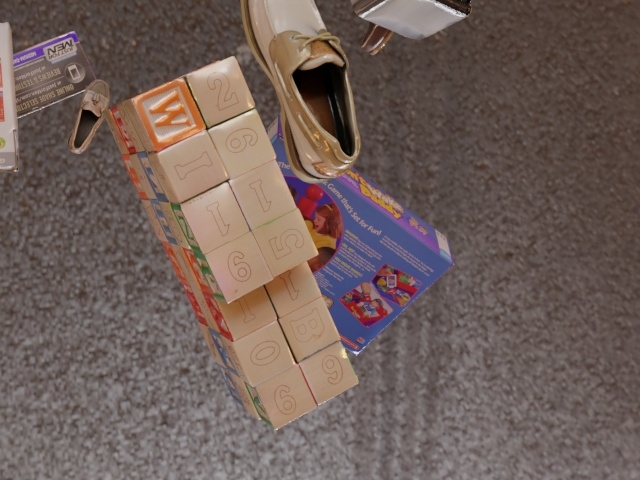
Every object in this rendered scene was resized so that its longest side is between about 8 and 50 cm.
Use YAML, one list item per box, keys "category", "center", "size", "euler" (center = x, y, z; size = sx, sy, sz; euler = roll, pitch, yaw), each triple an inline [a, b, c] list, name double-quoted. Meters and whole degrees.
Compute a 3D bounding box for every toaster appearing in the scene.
- category: "toaster"
  center: [0.122, -0.405, 1.469]
  size: [0.185, 0.168, 0.110]
  euler: [10, 153, -43]

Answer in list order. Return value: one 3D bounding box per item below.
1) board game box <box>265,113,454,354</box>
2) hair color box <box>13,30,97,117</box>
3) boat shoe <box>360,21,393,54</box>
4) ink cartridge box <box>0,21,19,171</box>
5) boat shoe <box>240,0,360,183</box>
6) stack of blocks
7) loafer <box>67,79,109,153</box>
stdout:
- category: "board game box"
  center: [0.000, 0.000, 1.540]
  size: [0.347, 0.078, 0.233]
  euler: [35, 115, -20]
- category: "hair color box"
  center: [-0.529, -0.298, 1.832]
  size: [0.185, 0.339, 0.110]
  euler: [-26, 106, -14]
- category: "boat shoe"
  center: [0.127, -0.445, 1.889]
  size: [0.073, 0.073, 0.207]
  euler: [23, 131, -18]
- category: "ink cartridge box"
  center: [-0.620, -0.185, 1.498]
  size: [0.309, 0.272, 0.130]
  euler: [-3, 154, -17]
- category: "boat shoe"
  center: [-0.014, -0.230, 1.286]
  size: [0.113, 0.103, 0.302]
  euler: [-20, 92, -30]
- category: "stack of blocks"
  center: [-0.074, 0.005, 0.845]
  size: [0.087, 0.171, 0.297]
  euler: [-26, 102, -17]
- category: "loafer"
  center: [-0.367, -0.197, 1.582]
  size: [0.045, 0.039, 0.125]
  euler: [21, 90, -17]
